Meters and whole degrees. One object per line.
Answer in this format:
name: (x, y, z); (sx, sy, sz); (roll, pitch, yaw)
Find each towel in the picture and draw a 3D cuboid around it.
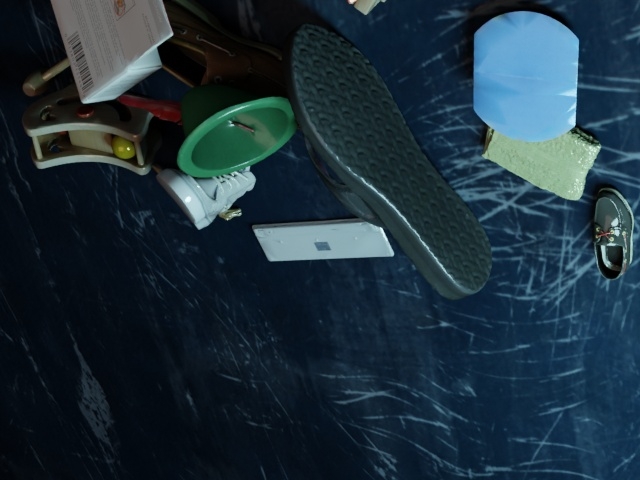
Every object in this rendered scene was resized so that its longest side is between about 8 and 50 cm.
towel: (0.285, -0.121, 1.621); (0.148, 0.027, 0.110); (28, 138, 16)

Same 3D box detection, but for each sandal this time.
sandal: (0.068, -0.090, 1.706); (0.107, 0.167, 0.445); (-21, 113, 42)

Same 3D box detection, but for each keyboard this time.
keyboard: (0.000, 0.000, 1.967); (0.256, 0.014, 0.072); (-3, 129, 40)

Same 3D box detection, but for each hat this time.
hat: (-0.158, -0.205, 1.725); (0.173, 0.208, 0.183); (97, 149, -63)

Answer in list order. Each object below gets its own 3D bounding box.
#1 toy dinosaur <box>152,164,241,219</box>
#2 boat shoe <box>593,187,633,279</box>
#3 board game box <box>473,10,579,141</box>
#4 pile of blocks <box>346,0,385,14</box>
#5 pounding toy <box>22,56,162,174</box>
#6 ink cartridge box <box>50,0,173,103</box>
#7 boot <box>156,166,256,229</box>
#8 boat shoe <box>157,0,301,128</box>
toy dinosaur: (-0.212, -0.089, 2.015); (0.183, 0.053, 0.092); (31, 141, 11)
boat shoe: (0.383, -0.008, 1.639); (0.049, 0.042, 0.133); (11, 131, 33)
board game box: (0.259, -0.208, 1.553); (0.133, 0.033, 0.168); (10, 119, 25)
pile of blocks: (0.109, -0.377, 1.454); (0.362, 0.112, 0.149); (-22, 111, 46)
pounding toy: (-0.384, -0.205, 1.962); (0.270, 0.154, 0.154); (18, 135, 24)
ink cartridge box: (-0.286, -0.369, 1.703); (0.261, 0.066, 0.296); (-22, 84, 49)
boot: (-0.163, -0.090, 1.848); (0.095, 0.123, 0.258); (50, 176, 1)
boat shoe: (-0.137, -0.236, 1.781); (0.307, 0.104, 0.110); (31, 139, 10)
